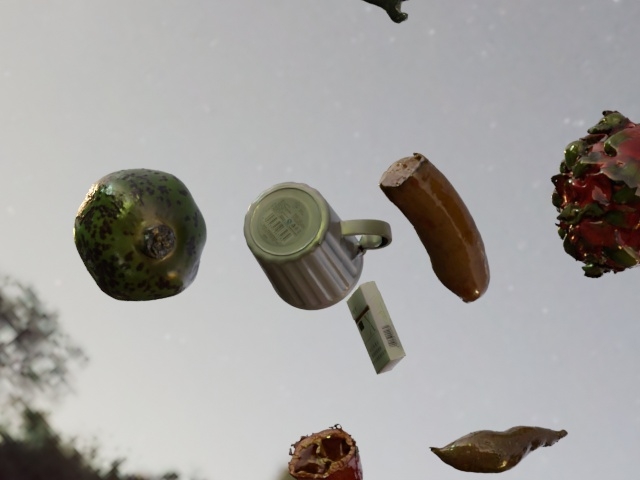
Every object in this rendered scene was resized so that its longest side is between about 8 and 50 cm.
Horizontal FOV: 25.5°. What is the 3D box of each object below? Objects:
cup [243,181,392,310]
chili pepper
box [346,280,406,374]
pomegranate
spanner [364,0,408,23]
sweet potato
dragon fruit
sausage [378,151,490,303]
[{"bbox_3d":[-0.011,-0.009,2.362,0.167,0.221,0.202,52,-2,27],"label":"cup"},{"bbox_3d":[0.018,0.303,1.745,0.169,0.088,0.065,72,0,-49],"label":"chili pepper"},{"bbox_3d":[0.102,0.161,2.613,0.154,0.040,0.084,67,-22,17],"label":"box"},{"bbox_3d":[-0.322,-0.006,2.566,0.254,0.254,0.270,57,-13,-19],"label":"pomegranate"},{"bbox_3d":[0.052,-0.394,2.231,0.254,0.054,0.015,29,9,41],"label":"spanner"},{"bbox_3d":[0.267,0.299,2.027,0.068,0.226,0.068,175,-90,-68],"label":"sweet potato"},{"bbox_3d":[0.483,-0.072,2.187,0.237,0.302,0.231,17,-47,27],"label":"dragon fruit"},{"bbox_3d":[0.197,-0.018,2.307,0.109,0.109,0.270,9,-46,59],"label":"sausage"}]
